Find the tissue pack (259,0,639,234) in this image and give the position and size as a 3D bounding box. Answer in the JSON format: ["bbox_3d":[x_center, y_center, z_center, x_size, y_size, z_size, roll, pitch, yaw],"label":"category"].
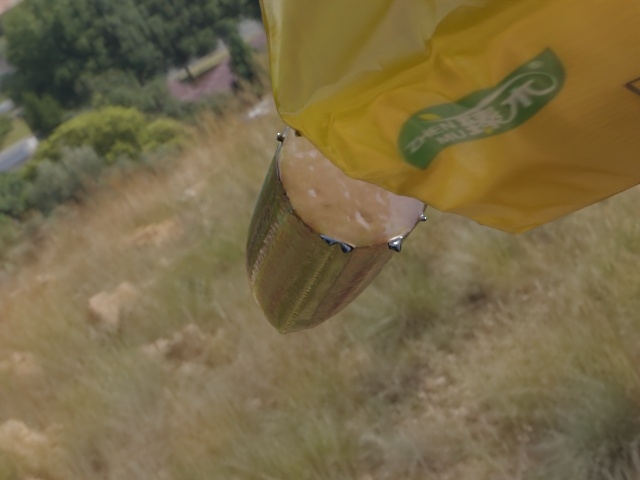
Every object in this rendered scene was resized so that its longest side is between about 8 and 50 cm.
[{"bbox_3d":[0.158,-0.211,0.476,0.382,0.228,0.293,-26,64,34],"label":"tissue pack"}]

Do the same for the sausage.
[{"bbox_3d":[0.001,0.002,1.033,0.117,0.125,0.317,-6,-19,-13],"label":"sausage"}]
